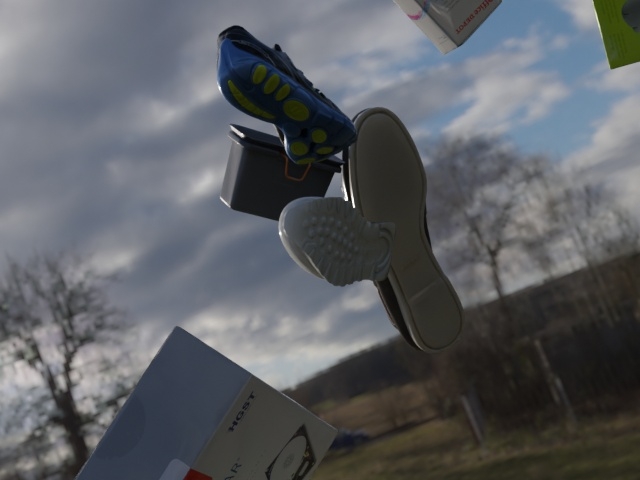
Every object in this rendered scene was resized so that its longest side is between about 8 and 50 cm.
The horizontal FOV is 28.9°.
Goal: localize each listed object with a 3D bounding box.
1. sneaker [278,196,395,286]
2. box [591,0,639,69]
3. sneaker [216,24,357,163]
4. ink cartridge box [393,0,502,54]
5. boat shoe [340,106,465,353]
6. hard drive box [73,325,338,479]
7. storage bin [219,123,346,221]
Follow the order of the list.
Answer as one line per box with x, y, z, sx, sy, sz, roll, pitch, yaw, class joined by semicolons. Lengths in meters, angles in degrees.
0.000;0.000;1.325;0.094;0.090;0.235;13;-5;24;sneaker
0.434;-0.290;1.546;0.178;0.109;0.042;-15;20;14;box
-0.027;-0.126;1.073;0.067;0.078;0.188;-27;-34;20;sneaker
0.144;-0.298;1.491;0.088;0.122;0.052;-46;7;-16;ink cartridge box
0.085;-0.009;1.553;0.112;0.335;0.095;-29;22;-22;boat shoe
-0.099;0.199;1.095;0.181;0.089;0.232;-58;-27;-6;hard drive box
-0.049;-0.070;1.453;0.135;0.091;0.098;13;11;-23;storage bin
